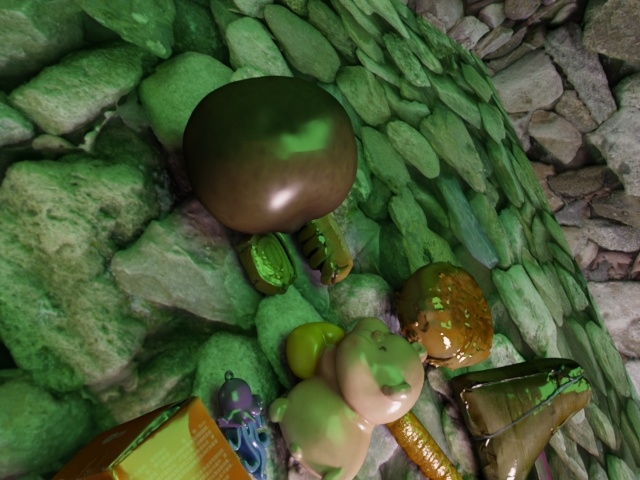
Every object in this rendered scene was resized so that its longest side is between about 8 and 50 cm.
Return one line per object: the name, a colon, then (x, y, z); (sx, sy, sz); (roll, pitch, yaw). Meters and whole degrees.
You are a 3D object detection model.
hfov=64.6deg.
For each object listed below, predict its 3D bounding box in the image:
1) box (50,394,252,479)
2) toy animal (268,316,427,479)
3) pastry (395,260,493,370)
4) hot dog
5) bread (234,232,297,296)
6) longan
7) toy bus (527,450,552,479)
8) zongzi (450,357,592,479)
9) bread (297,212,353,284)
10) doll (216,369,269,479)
box: (-0.176, 0.393, 0.656); (0.341, 0.225, 0.143); (58, 39, -1)
toy animal: (0.067, 0.269, 0.994); (0.277, 0.247, 0.345); (56, 37, 1)
pastry: (0.328, 0.207, 1.380); (0.316, 0.184, 0.284); (29, 53, -34)
hot dog: (0.234, 0.485, 1.176); (0.068, 0.083, 0.289); (-42, 98, -33)
bread: (-0.114, 0.046, 1.098); (0.117, 0.064, 0.156); (-12, 75, -47)
longan: (-0.097, -0.172, 1.052); (0.361, 0.361, 0.361); (28, 47, -34)
toy bus: (0.580, 0.660, 1.413); (0.090, 0.112, 0.274); (17, 53, -32)
zongzi: (0.575, 0.518, 1.348); (0.174, 0.356, 0.392); (84, -8, -74)
bread: (0.000, 0.000, 1.244); (0.134, 0.081, 0.225); (-5, 67, -55)
doll: (-0.134, 0.326, 0.886); (0.110, 0.067, 0.205); (-14, 87, -66)
